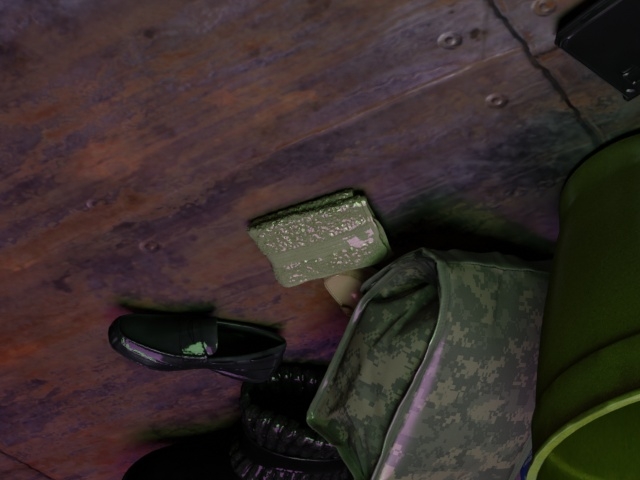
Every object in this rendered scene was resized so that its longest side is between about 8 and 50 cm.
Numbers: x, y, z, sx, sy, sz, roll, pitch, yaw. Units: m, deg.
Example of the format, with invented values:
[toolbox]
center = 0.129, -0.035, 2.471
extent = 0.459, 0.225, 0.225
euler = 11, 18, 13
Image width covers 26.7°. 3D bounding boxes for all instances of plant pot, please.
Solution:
[plant pot]
center = 0.381, 0.086, 1.382
extent = 0.366, 0.353, 0.366
euler = 1, 142, 1

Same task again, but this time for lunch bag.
[lunch bag]
center = 0.152, 0.134, 1.562
extent = 0.235, 0.169, 0.287
euler = 9, 113, -37

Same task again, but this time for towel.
[towel]
center = 0.000, 0.000, 1.527
extent = 0.148, 0.027, 0.110
euler = -15, 130, 20

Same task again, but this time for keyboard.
[keyboard]
center = 0.392, -0.226, 1.240
extent = 0.201, 0.033, 0.317
euler = 30, 135, -31

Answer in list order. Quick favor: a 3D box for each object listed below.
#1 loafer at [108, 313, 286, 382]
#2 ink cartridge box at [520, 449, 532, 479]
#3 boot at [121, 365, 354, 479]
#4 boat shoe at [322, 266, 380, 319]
[loafer]
center = -0.149, 0.122, 1.666
extent = 0.223, 0.076, 0.078
euler = 12, 136, -23
[ink cartridge box]
center = 0.431, 0.231, 1.745
extent = 0.395, 0.151, 0.270
euler = 13, 141, -13
[boot]
center = -0.108, 0.282, 1.818
extent = 0.347, 0.131, 0.260
euler = -9, 150, -6
[boat shoe]
center = 0.061, 0.081, 1.618
extent = 0.063, 0.059, 0.170
euler = -26, 136, 30
